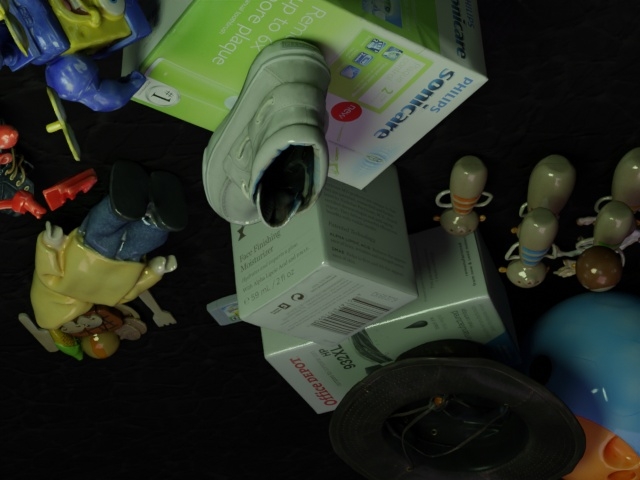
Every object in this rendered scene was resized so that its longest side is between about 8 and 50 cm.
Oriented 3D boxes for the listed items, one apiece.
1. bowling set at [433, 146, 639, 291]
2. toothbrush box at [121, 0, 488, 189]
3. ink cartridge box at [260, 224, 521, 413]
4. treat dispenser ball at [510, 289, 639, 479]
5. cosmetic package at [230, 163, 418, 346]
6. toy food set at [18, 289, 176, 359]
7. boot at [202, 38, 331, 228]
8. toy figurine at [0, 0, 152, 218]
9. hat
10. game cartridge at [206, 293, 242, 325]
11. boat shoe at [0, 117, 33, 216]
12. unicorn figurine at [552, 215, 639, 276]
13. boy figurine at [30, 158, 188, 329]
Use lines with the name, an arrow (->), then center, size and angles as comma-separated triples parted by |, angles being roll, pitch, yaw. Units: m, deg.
bowling set -> 0.288, 0.007, 1.558 | 0.287, 0.200, 0.154 | -1, 142, -5
toothbrush box -> -0.017, -0.188, 1.219 | 0.283, 0.122, 0.206 | 20, 140, -30
ink cartridge box -> 0.094, 0.109, 1.744 | 0.307, 0.129, 0.223 | -16, 148, 12
treat dispenser ball -> 0.414, 0.215, 1.842 | 0.288, 0.288, 0.288 | -6, 149, -4
cosmetic package -> 0.000, 0.000, 1.491 | 0.151, 0.184, 0.151 | 20, 139, -39
toy food set -> -0.305, 0.122, 1.757 | 0.192, 0.038, 0.132 | -14, 148, 9
boot -> -0.054, -0.059, 1.188 | 0.095, 0.123, 0.258 | 6, 146, -12
toy figurine -> -0.260, -0.216, 1.112 | 0.191, 0.362, 0.217 | -21, -171, 42
hat -> 0.178, 0.220, 1.692 | 0.331, 0.134, 0.331 | 2, 133, 2
game cartridge -> -0.112, 0.093, 1.779 | 0.083, 0.017, 0.056 | -16, 144, 12
boat shoe -> -0.346, -0.084, 1.395 | 0.083, 0.065, 0.183 | 5, 153, -23
unicorn figurine -> 0.385, 0.004, 1.722 | 0.111, 0.060, 0.162 | 4, 163, -20
boy figurine -> -0.263, 0.021, 1.554 | 0.177, 0.092, 0.285 | 13, 144, -31
